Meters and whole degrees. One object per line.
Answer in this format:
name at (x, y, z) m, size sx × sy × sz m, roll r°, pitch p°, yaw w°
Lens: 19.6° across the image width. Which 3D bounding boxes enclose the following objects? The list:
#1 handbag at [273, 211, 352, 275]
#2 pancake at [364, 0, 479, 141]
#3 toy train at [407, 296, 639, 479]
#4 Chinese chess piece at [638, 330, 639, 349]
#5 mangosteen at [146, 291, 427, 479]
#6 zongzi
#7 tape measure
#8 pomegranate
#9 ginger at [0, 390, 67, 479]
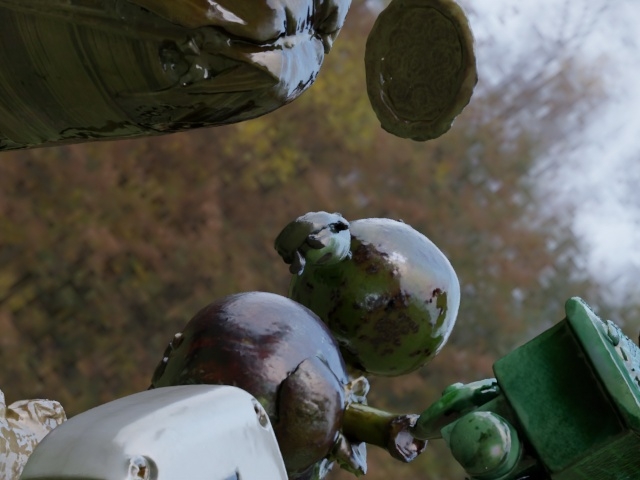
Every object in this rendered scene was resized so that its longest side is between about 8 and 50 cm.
handbag at (0.000, 0.000, 1.744) m, size 0.047 × 0.072 × 0.111 m, roll 50°, pitch 18°, yaw 16°
pancake at (0.068, -0.121, 1.281) m, size 0.115 × 0.011 × 0.115 m, roll -2°, pitch -92°, yaw 51°
toy train at (0.202, 0.175, 1.578) m, size 0.266 × 0.202 × 0.145 m, roll 37°, pitch 25°, yaw -61°
Chinese chess piece at (0.464, 0.106, 1.941) m, size 0.104 × 0.257 × 0.257 m, roll 8°, pitch 31°, yaw -51°
mangosteen at (-0.033, 0.177, 1.834) m, size 0.289 × 0.231 × 0.231 m, roll 18°, pitch -26°, yaw 17°
zongzi at (-0.131, -0.197, 1.024) m, size 0.286 × 0.134 × 0.288 m, roll -3°, pitch -73°, yaw 45°
tape measure at (-0.109, 0.241, 1.280) m, size 0.130 × 0.258 × 0.265 m, roll -3°, pitch -71°, yaw 32°
pomegranate at (0.046, 0.091, 2.033) m, size 0.202 × 0.248 × 0.202 m, roll 21°, pitch -10°, yaw 4°
ginger at (-0.269, 0.214, 1.708) m, size 0.074 × 0.137 × 0.213 m, roll 21°, pitch -9°, yaw 37°
